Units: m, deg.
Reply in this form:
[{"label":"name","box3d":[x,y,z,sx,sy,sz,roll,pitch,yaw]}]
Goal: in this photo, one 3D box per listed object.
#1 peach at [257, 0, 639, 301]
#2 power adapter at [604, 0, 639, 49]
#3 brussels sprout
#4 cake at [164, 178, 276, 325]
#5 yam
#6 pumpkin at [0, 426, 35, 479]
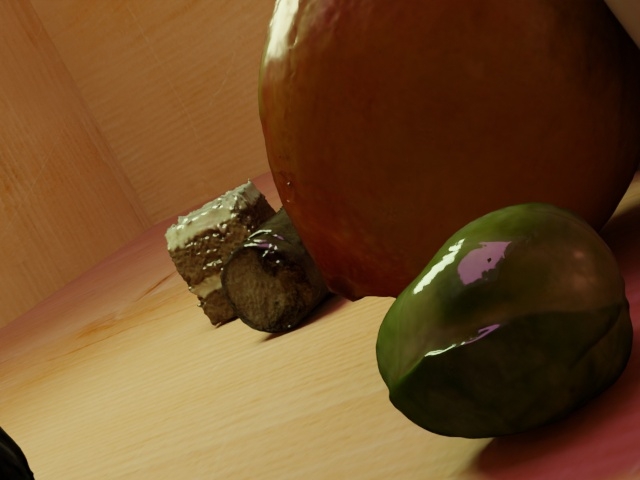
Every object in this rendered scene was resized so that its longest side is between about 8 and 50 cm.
[{"label":"peach","box3d":[0.115,-0.114,1.049,0.290,0.372,0.372,11,31,31]},{"label":"power adapter","box3d":[0.264,-0.223,0.907,0.124,0.255,0.187,-32,12,32]},{"label":"brussels sprout","box3d":[0.124,0.050,0.784,0.183,0.131,0.145,-32,-13,-25]},{"label":"cake","box3d":[-0.111,0.012,1.654,0.134,0.147,0.135,-25,7,18]},{"label":"yam","box3d":[-0.001,-0.002,1.485,0.131,0.131,0.280,-22,11,35]},{"label":"pumpkin","box3d":[-0.285,0.231,0.746,0.296,0.296,0.296,-28,9,4]}]
